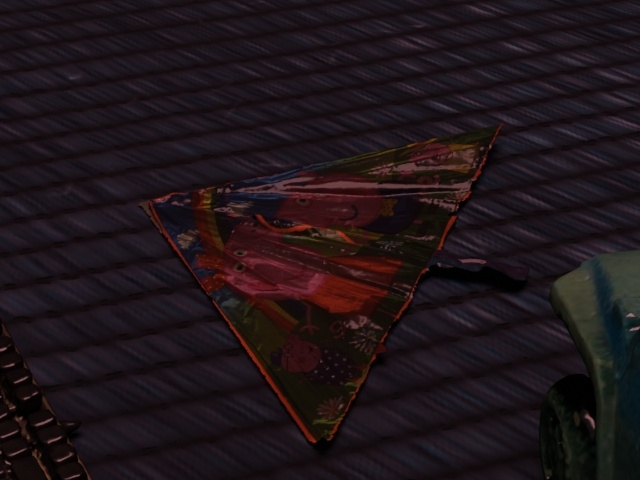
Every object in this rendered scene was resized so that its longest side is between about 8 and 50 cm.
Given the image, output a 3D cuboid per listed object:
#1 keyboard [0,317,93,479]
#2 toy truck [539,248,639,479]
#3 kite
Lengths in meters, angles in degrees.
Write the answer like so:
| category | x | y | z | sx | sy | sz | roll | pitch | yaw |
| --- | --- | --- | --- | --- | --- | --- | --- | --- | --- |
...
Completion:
| category | x | y | z | sx | sy | sz | roll | pitch | yaw |
| --- | --- | --- | --- | --- | --- | --- | --- | --- | --- |
| keyboard | -0.158 | 0.097 | 0.695 | 0.106 | 0.027 | 0.317 | -16 | 37 | -23 |
| toy truck | 0.187 | 0.099 | 0.587 | 0.155 | 0.156 | 0.279 | -3 | 35 | -6 |
| kite | 0.000 | 0.000 | 0.855 | 0.234 | 0.016 | 0.321 | 13 | 35 | 16 |
